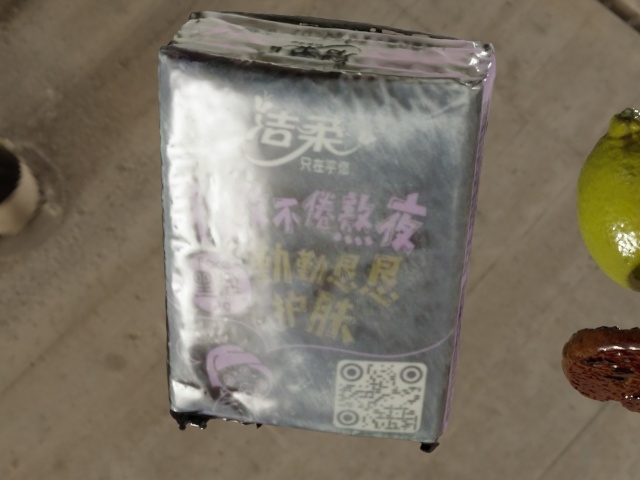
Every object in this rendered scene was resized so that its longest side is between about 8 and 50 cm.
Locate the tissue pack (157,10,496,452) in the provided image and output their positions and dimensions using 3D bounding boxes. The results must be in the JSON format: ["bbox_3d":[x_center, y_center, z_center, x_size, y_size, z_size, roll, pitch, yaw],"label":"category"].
[{"bbox_3d":[0.000,0.000,1.004,0.122,0.259,0.361,-73,167,-59],"label":"tissue pack"}]

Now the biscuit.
[{"bbox_3d":[0.367,0.145,1.362,0.192,0.192,0.049,109,-4,-61],"label":"biscuit"}]

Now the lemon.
[{"bbox_3d":[0.396,-0.042,1.453,0.184,0.248,0.184,-24,-169,5],"label":"lemon"}]
